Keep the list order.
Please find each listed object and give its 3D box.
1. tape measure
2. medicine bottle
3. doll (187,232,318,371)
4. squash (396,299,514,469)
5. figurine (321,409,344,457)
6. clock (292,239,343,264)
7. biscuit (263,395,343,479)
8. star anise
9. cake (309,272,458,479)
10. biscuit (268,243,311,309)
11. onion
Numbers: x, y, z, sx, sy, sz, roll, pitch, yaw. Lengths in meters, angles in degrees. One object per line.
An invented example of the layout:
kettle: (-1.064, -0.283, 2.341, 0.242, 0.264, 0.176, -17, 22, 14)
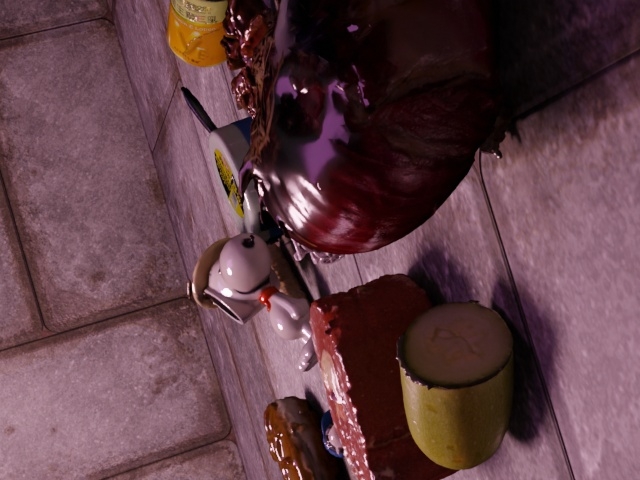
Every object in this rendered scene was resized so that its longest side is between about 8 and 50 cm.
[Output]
tape measure: (-0.150, -0.168, 1.759, 0.351, 0.097, 0.215, 63, 165, 11)
medicine bottle: (-0.194, -0.400, 1.664, 0.239, 0.124, 0.124, 107, 144, -65)
doll: (-0.104, 0.113, 1.705, 0.271, 0.144, 0.208, 52, 150, 1)
squash: (0.145, 0.169, 1.038, 0.123, 0.123, 0.187, -125, 20, -50)
figurine: (0.053, 0.320, 1.650, 0.079, 0.077, 0.136, 43, 155, -16)
clock: (0.000, 0.000, 1.456, 0.129, 0.087, 0.041, 85, 163, -62)
biscuit: (-0.019, 0.504, 1.989, 0.268, 0.115, 0.367, -134, 30, -60)
star anise: (-0.099, -0.270, 1.522, 0.288, 0.088, 0.288, 162, 90, -75)
cake: (0.077, 0.181, 1.228, 0.177, 0.150, 0.283, 24, 133, 66)
biscuit: (-0.063, 0.089, 1.824, 0.061, 0.055, 0.219, 75, 170, -49)
onion: (0.056, -0.138, 0.866, 0.314, 0.232, 0.314, -170, 90, -74)
